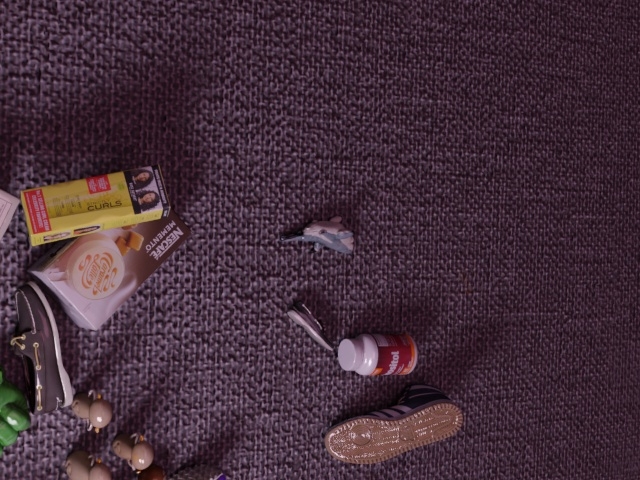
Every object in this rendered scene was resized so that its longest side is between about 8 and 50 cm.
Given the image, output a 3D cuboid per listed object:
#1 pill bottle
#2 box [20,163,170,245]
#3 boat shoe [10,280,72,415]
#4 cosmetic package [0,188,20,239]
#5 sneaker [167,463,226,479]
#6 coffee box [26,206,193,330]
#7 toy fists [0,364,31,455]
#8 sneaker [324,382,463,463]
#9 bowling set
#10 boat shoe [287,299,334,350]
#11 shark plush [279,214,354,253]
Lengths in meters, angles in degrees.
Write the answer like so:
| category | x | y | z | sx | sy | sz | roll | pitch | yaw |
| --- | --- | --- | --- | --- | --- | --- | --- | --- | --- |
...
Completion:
| category | x | y | z | sx | sy | sz | roll | pitch | yaw |
| --- | --- | --- | --- | --- | --- | --- | --- | --- | --- |
| pill bottle | 0.116 | 0.233 | 2.099 | 0.152 | 0.086 | 0.086 | 3 | 89 | -31 |
| box | -0.375 | -0.061 | 1.710 | 0.232 | 0.058 | 0.087 | -12 | 76 | -17 |
| boat shoe | -0.481 | 0.184 | 1.732 | 0.069 | 0.081 | 0.227 | -20 | 103 | -34 |
| cosmetic package | -0.655 | -0.064 | 1.607 | 0.309 | 0.113 | 0.160 | 30 | 74 | -27 |
| sneaker | -0.271 | 0.541 | 1.861 | 0.293 | 0.102 | 0.146 | -42 | 115 | -20 |
| coffee box | -0.366 | 0.020 | 1.793 | 0.246 | 0.098 | 0.141 | -47 | 112 | -23 |
| toy fists | -0.605 | 0.316 | 1.650 | 0.279 | 0.096 | 0.142 | -23 | 103 | -31 |
| sneaker | 0.145 | 0.375 | 2.123 | 0.282 | 0.153 | 0.099 | -13 | 101 | -1 |
| bowling set | -0.339 | 0.403 | 1.778 | 0.200 | 0.154 | 0.286 | 6 | 87 | -31 |
| boat shoe | -0.012 | 0.170 | 2.045 | 0.125 | 0.046 | 0.038 | 44 | 73 | -15 |
| shark plush | 0.000 | 0.000 | 2.048 | 0.161 | 0.073 | 0.067 | -8 | 124 | -36 |
